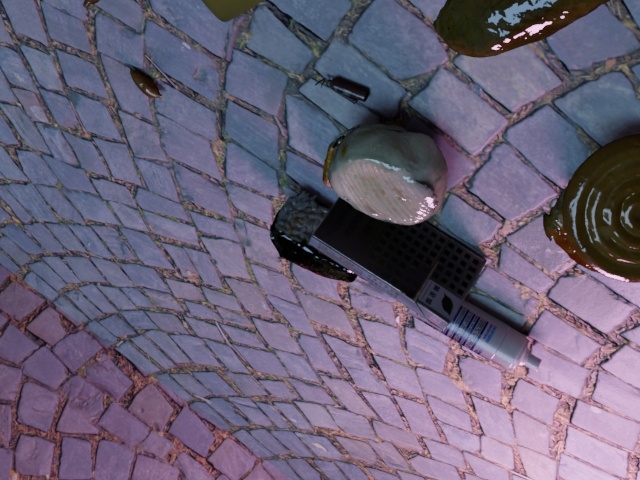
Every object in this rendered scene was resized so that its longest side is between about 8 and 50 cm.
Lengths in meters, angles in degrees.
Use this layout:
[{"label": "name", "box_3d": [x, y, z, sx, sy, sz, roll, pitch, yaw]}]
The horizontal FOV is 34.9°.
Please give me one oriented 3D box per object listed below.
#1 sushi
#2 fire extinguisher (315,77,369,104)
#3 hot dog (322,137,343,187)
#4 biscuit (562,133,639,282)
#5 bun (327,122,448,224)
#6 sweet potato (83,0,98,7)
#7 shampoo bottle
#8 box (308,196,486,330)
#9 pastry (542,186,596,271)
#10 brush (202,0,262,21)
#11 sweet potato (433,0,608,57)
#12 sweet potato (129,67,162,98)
[{"label": "sushi", "box_3d": [0.000, 0.000, 2.230, 0.225, 0.136, 0.126, 33, 158, -5]}, {"label": "fire extinguisher", "box_3d": [0.044, -0.282, 1.909, 0.100, 0.032, 0.046, 24, -178, 18]}, {"label": "hot dog", "box_3d": [0.035, -0.155, 2.075, 0.062, 0.038, 0.144, 29, 147, 15]}, {"label": "biscuit", "box_3d": [0.518, -0.045, 1.625, 0.262, 0.037, 0.262, 2, 115, 5]}, {"label": "bun", "box_3d": [0.130, -0.133, 1.915, 0.239, 0.141, 0.239, 21, 151, 13]}, {"label": "sweet potato", "box_3d": [-0.439, -0.518, 2.030, 0.050, 0.050, 0.214, 37, 155, -3]}, {"label": "shampoo bottle", "box_3d": [0.341, 0.195, 2.210, 0.303, 0.092, 0.092, 29, 149, 8]}, {"label": "box", "box_3d": [0.157, 0.024, 2.062, 0.325, 0.180, 0.047, 32, 148, 6]}, {"label": "pastry", "box_3d": [0.495, -0.029, 1.741, 0.229, 0.100, 0.218, 12, 142, 32]}, {"label": "brush", "box_3d": [-0.151, -0.471, 1.799, 0.123, 0.059, 0.197, 45, 149, -22]}, {"label": "sweet potato", "box_3d": [0.325, -0.361, 1.437, 0.130, 0.130, 0.423, 47, 141, -19]}, {"label": "sweet potato", "box_3d": [-0.384, -0.342, 2.231, 0.095, 0.034, 0.034, 44, 150, 4]}]
